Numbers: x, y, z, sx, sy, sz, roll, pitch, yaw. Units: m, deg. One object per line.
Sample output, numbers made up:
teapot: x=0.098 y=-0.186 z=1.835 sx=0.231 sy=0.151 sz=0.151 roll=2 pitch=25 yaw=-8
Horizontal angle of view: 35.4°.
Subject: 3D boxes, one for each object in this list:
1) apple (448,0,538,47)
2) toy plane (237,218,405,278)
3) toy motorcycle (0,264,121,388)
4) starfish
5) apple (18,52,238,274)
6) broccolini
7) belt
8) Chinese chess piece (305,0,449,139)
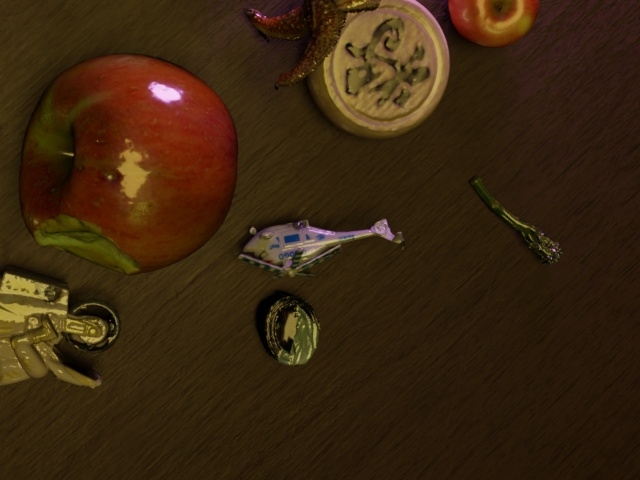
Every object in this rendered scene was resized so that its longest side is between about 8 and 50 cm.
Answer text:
apple: x=0.304 y=-0.421 z=1.777 sx=0.163 sy=0.139 sz=0.163 roll=-2 pitch=109 yaw=-7
toy plane: x=0.000 y=-0.004 z=1.747 sx=0.273 sy=0.182 sz=0.107 roll=-19 pitch=70 yaw=17
toy motorcycle: x=-0.508 y=0.151 z=1.642 sx=0.340 sy=0.108 sz=0.223 roll=20 pitch=94 yaw=-19
starfish: x=0.003 y=-0.406 z=1.624 sx=0.113 sy=0.303 sz=0.312 roll=31 pitch=49 yaw=-28
apple: x=-0.286 y=-0.113 z=1.542 sx=0.339 sy=0.339 sz=0.339 roll=-3 pitch=101 yaw=-17
broccolini: x=0.373 y=-0.040 z=1.924 sx=0.239 sy=0.051 sz=0.054 roll=41 pitch=93 yaw=-13
belt: x=-0.059 y=0.159 z=1.813 sx=0.105 sy=0.058 sz=0.140 roll=-15 pitch=101 yaw=-20
Chinese chess piece: x=0.099 y=-0.305 z=1.749 sx=0.257 sy=0.104 sz=0.257 roll=-3 pitch=101 yaw=-17
